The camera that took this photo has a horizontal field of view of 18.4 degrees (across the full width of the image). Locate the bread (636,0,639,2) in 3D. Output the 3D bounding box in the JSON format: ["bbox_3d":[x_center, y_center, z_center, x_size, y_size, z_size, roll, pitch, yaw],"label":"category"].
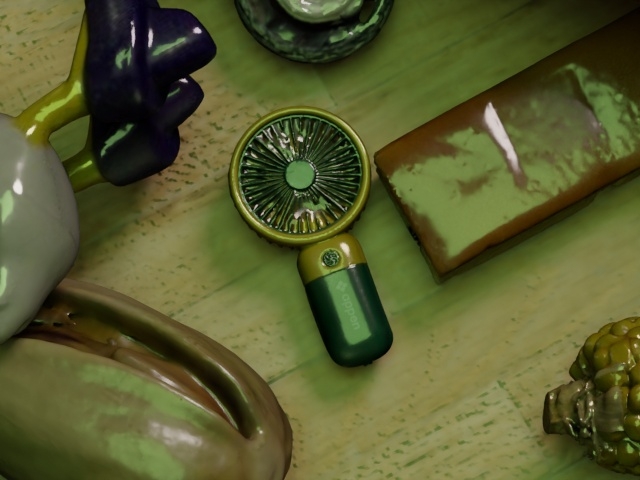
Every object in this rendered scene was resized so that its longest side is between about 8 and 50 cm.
[{"bbox_3d":[0.224,-0.276,1.052,0.279,0.279,0.207,23,36,11],"label":"bread"}]

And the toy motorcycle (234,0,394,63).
[{"bbox_3d":[-0.029,-0.285,1.173,0.222,0.108,0.341,17,84,0],"label":"toy motorcycle"}]

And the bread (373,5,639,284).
[{"bbox_3d":[0.145,-0.064,1.140,0.226,0.049,0.088,-28,76,-5],"label":"bread"}]

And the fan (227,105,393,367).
[{"bbox_3d":[0.000,0.000,1.135,0.082,0.039,0.155,-18,77,-3],"label":"fan"}]

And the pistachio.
[{"bbox_3d":[-0.110,0.101,1.080,0.206,0.131,0.129,26,34,13],"label":"pistachio"}]

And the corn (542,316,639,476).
[{"bbox_3d":[0.250,0.077,1.078,0.261,0.097,0.097,-8,76,-1],"label":"corn"}]

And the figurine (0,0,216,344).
[{"bbox_3d":[-0.245,-0.004,1.062,0.420,0.154,0.193,-22,63,-6],"label":"figurine"}]
